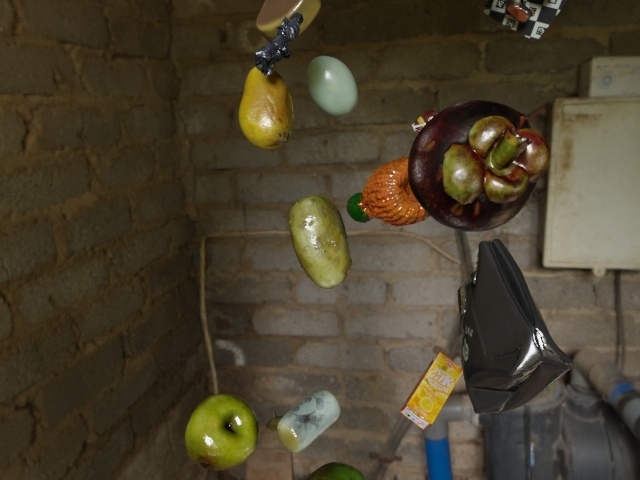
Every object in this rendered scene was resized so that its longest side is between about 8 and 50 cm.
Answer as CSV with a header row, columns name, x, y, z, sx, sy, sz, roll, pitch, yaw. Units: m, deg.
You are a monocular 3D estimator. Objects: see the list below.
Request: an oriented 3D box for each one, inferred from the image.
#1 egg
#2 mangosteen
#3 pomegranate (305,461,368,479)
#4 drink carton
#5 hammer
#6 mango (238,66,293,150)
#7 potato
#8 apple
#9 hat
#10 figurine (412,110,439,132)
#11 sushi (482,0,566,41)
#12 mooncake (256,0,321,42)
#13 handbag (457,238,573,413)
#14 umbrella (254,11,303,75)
name,x,y,z,sx,sy,sz,roll,pitch,yaw
egg,0.052,-0.666,2.356,0.203,0.282,0.203,-31,25,16
mangosteen,0.358,-0.172,1.227,0.307,0.306,0.347,-5,4,-7
pomegranate,0.051,0.567,1.104,0.225,0.187,0.187,30,21,10
drink carton,0.345,0.461,1.676,0.096,0.071,0.223,37,57,11
hammer,-0.081,0.542,1.633,0.202,0.113,0.305,-28,-2,-36
mango,-0.165,-0.406,1.658,0.167,0.261,0.130,0,-9,-2
potato,0.000,0.000,1.704,0.173,0.307,0.210,-19,-4,5
apple,-0.256,0.497,1.403,0.196,0.196,0.157,-18,-13,-48
hat,0.284,-0.150,2.170,0.285,0.285,0.400,-10,-15,-26
figurine,0.411,-0.331,1.870,0.116,0.240,0.175,-24,7,24
sushi,0.560,-0.669,1.405,0.193,0.279,0.043,31,46,1
mooncake,-0.100,-0.786,1.860,0.235,0.234,0.117,8,-22,40
handbag,0.354,0.173,1.101,0.152,0.287,0.342,-7,-31,-4
umbrella,-0.108,-0.573,1.571,0.071,0.080,0.224,22,65,16
